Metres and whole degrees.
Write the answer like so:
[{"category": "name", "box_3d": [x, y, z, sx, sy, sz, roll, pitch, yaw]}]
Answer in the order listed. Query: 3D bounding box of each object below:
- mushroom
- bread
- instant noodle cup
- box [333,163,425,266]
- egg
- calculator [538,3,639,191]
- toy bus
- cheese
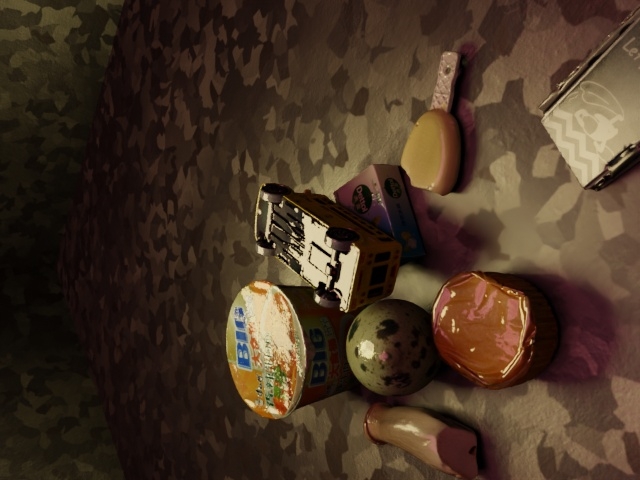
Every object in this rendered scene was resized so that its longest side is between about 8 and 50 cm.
[{"category": "mushroom", "box_3d": [0.184, 0.360, 1.165, 0.247, 0.108, 0.096, 5, 55, 49]}, {"category": "bread", "box_3d": [0.285, 0.143, 1.024, 0.199, 0.104, 0.199, -2, 87, 47]}, {"category": "instant noodle cup", "box_3d": [-0.036, 0.219, 1.333, 0.296, 0.214, 0.296, 3, 94, 51]}, {"category": "box", "box_3d": [0.113, -0.036, 1.250, 0.139, 0.073, 0.194, -32, 67, 49]}, {"category": "egg", "box_3d": [0.132, 0.195, 1.125, 0.177, 0.228, 0.176, 0, 89, 11]}, {"category": "calculator", "box_3d": [0.418, -0.198, 0.853, 0.165, 0.028, 0.274, 65, 150, 18]}, {"category": "toy bus", "box_3d": [0.000, 0.000, 1.218, 0.331, 0.151, 0.145, 36, 127, 45]}, {"category": "cheese", "box_3d": [0.213, -0.215, 1.140, 0.127, 0.050, 0.255, 22, 107, 50]}]
